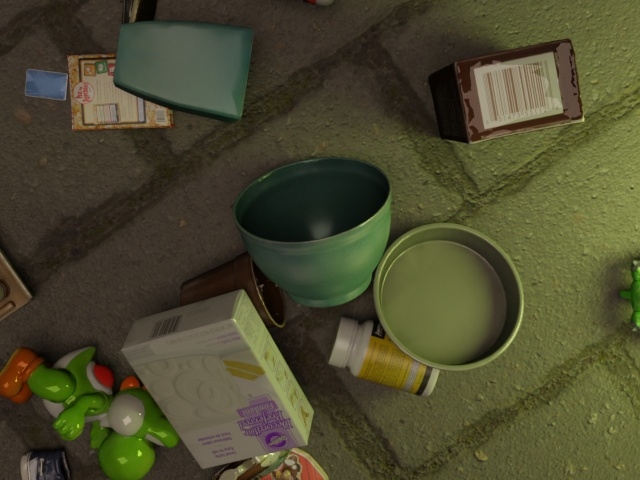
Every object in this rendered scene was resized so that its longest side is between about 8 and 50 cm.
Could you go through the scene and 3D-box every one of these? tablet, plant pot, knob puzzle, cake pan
[{"bbox_3d":[-0.541,-0.308,1.748,0.083,0.006,0.054,7,97,1],"label":"tablet"},{"bbox_3d":[-0.173,0.115,1.722,0.165,0.167,0.167,-20,96,11],"label":"plant pot"},{"bbox_3d":[-0.078,0.508,1.825,0.213,0.030,0.213,0,97,2],"label":"knob puzzle"},{"bbox_3d":[0.000,0.000,1.657,0.292,0.293,0.196,-10,123,3],"label":"plant pot"},{"bbox_3d":[-0.257,-0.321,1.632,0.234,0.165,0.166,9,93,-13],"label":"plant pot"},{"bbox_3d":[0.242,0.111,1.702,0.293,0.054,0.293,2,70,-6],"label":"cake pan"}]

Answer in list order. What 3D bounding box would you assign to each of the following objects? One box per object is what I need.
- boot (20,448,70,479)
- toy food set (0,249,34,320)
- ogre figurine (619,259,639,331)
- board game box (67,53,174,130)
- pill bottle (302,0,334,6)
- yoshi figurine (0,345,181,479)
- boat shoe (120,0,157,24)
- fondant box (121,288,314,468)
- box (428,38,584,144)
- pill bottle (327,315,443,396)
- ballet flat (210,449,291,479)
[{"bbox_3d":[-0.557,0.525,1.818,0.086,0.069,0.190,-8,95,5],"label":"boot"},{"bbox_3d":[-0.751,0.105,1.760,0.306,0.092,0.220,-33,95,5],"label":"toy food set"},{"bbox_3d":[0.660,0.109,1.732,0.118,0.097,0.197,-2,113,-16],"label":"ogre figurine"},{"bbox_3d":[-0.389,-0.290,1.727,0.193,0.045,0.147,-1,97,1],"label":"board game box"},{"bbox_3d":[-0.108,-0.552,1.621,0.322,0.181,0.182,14,97,0],"label":"pill bottle"},{"bbox_3d":[-0.457,0.359,1.740,0.362,0.204,0.203,23,122,0],"label":"yoshi figurine"},{"bbox_3d":[-0.354,-0.487,1.691,0.073,0.080,0.224,14,98,11],"label":"boat shoe"},{"bbox_3d":[-0.188,0.271,1.683,0.238,0.096,0.330,-17,121,18],"label":"fondant box"},{"bbox_3d":[0.309,-0.253,1.547,0.191,0.381,0.143,-11,99,3],"label":"box"},{"bbox_3d":[0.127,0.224,1.741,0.208,0.119,0.119,16,97,-1],"label":"pill bottle"},{"bbox_3d":[-0.140,0.449,1.783,0.221,0.079,0.077,-40,75,8],"label":"ballet flat"}]
